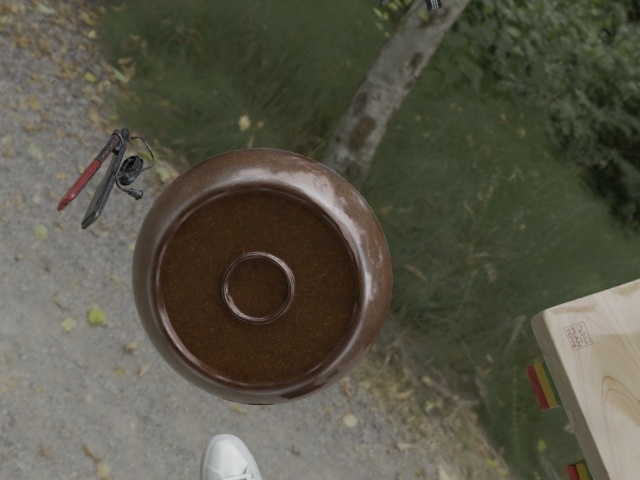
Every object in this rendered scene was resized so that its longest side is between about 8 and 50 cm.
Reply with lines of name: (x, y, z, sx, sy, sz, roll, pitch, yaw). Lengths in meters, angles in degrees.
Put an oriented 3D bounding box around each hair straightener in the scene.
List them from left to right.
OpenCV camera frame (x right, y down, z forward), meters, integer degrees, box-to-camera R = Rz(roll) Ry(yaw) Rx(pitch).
hair straightener: (-0.294, -0.087, 1.192, 0.089, 0.047, 0.230, 42, 29, -19)

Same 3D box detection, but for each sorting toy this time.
sorting toy: (0.339, 0.167, 0.806, 0.255, 0.089, 0.257, -14, 76, -23)

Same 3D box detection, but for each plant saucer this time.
plant saucer: (-0.039, 0.027, 0.520, 0.168, 0.168, 0.029, 47, 9, -5)

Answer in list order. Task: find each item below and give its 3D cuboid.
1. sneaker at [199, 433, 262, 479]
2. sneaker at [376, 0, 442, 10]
sneaker: (-0.107, 0.437, 1.294, 0.105, 0.123, 0.290, -5, 70, -32)
sneaker: (0.056, -0.307, 0.755, 0.269, 0.101, 0.153, -101, 166, -49)
